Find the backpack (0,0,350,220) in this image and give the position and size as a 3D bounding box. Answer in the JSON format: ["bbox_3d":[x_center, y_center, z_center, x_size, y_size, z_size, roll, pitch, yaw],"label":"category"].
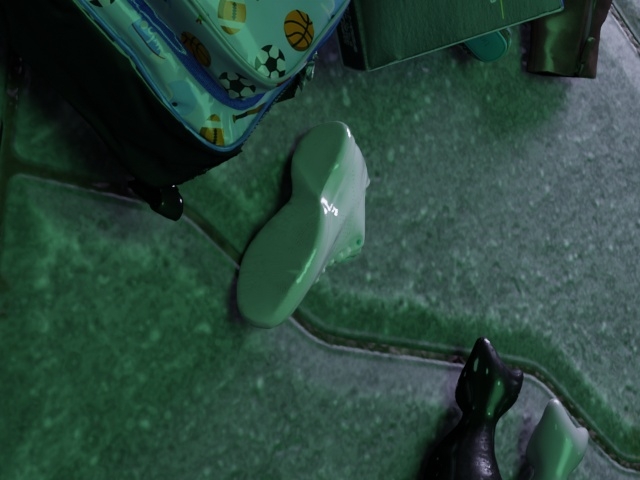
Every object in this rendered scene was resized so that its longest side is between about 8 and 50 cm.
[{"bbox_3d":[-0.099,-0.208,0.907,0.276,0.213,0.263,52,42,-21],"label":"backpack"}]

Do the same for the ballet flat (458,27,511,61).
[{"bbox_3d":[0.129,-0.263,1.224,0.188,0.070,0.070,48,55,-27],"label":"ballet flat"}]

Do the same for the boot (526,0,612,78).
[{"bbox_3d":[0.316,-0.295,1.400,0.248,0.090,0.207,-8,102,-45],"label":"boot"}]

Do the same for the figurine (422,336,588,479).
[{"bbox_3d":[0.196,0.234,1.195,0.215,0.092,0.209,40,55,-33],"label":"figurine"}]

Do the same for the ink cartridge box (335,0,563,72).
[{"bbox_3d":[0.131,-0.339,1.073,0.307,0.072,0.304,-21,112,-20],"label":"ink cartridge box"}]

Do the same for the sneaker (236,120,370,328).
[{"bbox_3d":[0.000,0.000,1.054,0.094,0.080,0.212,51,51,-40],"label":"sneaker"}]
